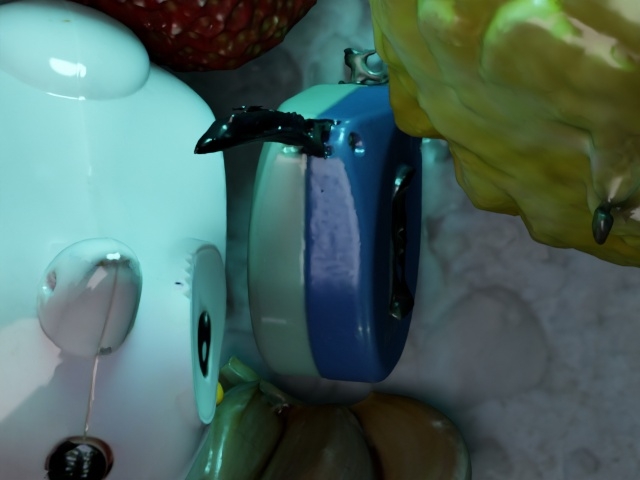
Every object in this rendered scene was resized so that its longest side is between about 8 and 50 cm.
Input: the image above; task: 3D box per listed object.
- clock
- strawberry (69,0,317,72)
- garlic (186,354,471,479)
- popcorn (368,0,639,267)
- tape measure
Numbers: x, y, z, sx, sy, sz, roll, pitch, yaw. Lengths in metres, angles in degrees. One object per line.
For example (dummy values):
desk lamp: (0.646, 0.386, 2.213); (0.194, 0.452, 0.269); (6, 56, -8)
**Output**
clock: (-0.201, 0.040, 1.081); (0.251, 0.376, 0.368); (6, 114, -18)
strawberry: (-0.096, -0.270, 1.116); (0.312, 0.267, 0.351); (-20, 121, -1)
garlic: (-0.004, 0.201, 1.261); (0.214, 0.191, 0.160); (11, 132, -1)
popcorn: (0.207, -0.158, 1.043); (0.349, 0.349, 0.381); (32, 71, 4)
tape measure: (0.000, 0.000, 1.099); (0.098, 0.351, 0.215); (4, 103, 15)
